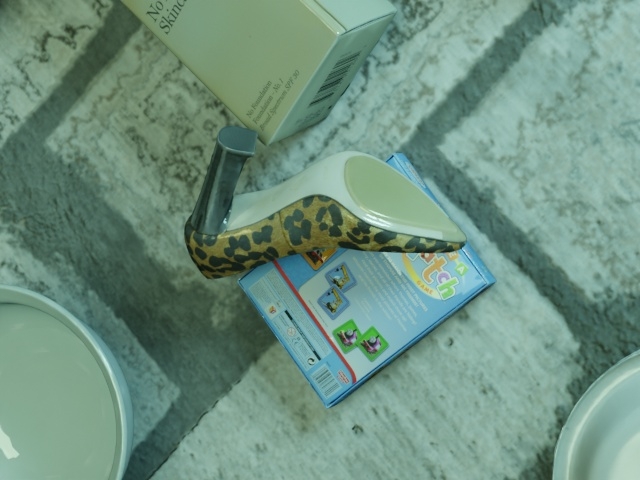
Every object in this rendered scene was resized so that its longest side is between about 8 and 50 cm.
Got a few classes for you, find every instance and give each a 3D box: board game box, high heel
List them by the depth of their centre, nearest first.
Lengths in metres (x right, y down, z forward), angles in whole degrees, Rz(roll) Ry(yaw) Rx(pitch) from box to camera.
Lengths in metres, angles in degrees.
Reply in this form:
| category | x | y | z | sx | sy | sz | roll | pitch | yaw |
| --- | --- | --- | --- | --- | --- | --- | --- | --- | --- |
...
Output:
| category | x | y | z | sx | sy | sz | roll | pitch | yaw |
| --- | --- | --- | --- | --- | --- | --- | --- | --- | --- |
| high heel | 0.000 | 0.000 | 1.754 | 0.261 | 0.093 | 0.186 | 20 | 134 | 0 |
| board game box | 0.044 | 0.040 | 1.779 | 0.211 | 0.039 | 0.160 | -39 | 79 | 19 |

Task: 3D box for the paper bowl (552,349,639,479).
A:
| category | x | y | z | sx | sy | sz | roll | pitch | yaw |
| --- | --- | --- | --- | --- | --- | --- | --- | --- | --- |
| paper bowl | 0.349 | 0.228 | 1.620 | 0.284 | 0.148 | 0.284 | 1 | 92 | 19 |

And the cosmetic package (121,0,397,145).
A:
| category | x | y | z | sx | sy | sz | roll | pitch | yaw |
| --- | --- | --- | --- | --- | --- | --- | --- | --- | --- |
| cosmetic package | -0.093 | -0.260 | 1.753 | 0.309 | 0.113 | 0.160 | 44 | 128 | 13 |

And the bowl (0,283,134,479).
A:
| category | x | y | z | sx | sy | sz | roll | pitch | yaw |
| --- | --- | --- | --- | --- | --- | --- | --- | --- | --- |
| bowl | -0.308 | 0.186 | 1.868 | 0.298 | 0.134 | 0.298 | 1 | 94 | 21 |
